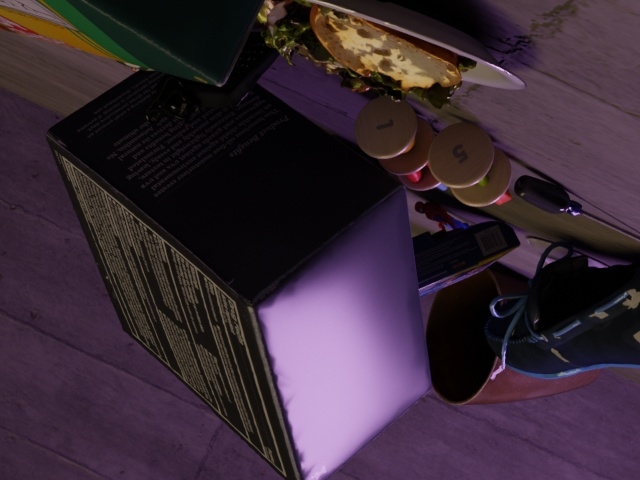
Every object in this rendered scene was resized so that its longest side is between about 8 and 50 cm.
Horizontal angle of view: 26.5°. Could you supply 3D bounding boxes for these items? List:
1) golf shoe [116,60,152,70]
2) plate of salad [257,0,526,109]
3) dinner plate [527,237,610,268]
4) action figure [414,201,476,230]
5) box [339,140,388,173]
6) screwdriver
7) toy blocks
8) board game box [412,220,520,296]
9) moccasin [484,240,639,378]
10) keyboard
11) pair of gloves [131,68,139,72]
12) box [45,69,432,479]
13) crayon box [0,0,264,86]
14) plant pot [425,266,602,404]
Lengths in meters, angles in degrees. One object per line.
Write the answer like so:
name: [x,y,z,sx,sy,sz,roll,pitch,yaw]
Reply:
golf shoe: [-0.111,-0.158,0.986,0.094,0.077,0.198,24,178,14]
plate of salad: [0.022,-0.112,0.793,0.200,0.048,0.200,18,-176,-1]
dinner plate: [0.299,0.032,1.557,0.141,0.017,0.141,26,177,2]
action figure: [0.159,-0.021,1.660,0.115,0.030,0.038,29,179,-30]
box: [0.000,0.000,1.517,0.077,0.147,0.180,25,147,2]
screwdriver: [0.231,-0.021,1.169,0.170,0.024,0.025,22,178,-34]
toy blocks: [0.107,-0.061,1.122,0.123,0.054,0.148,24,177,26]
board game box: [0.112,0.036,1.593,0.060,0.194,0.194,66,166,7]
moccasin: [0.272,0.060,1.413,0.117,0.137,0.342,43,154,-15]
keyboard: [-0.096,-0.137,1.082,0.038,0.100,0.192,41,170,-22]
pair of gloves: [-0.120,-0.160,1.537,0.159,0.023,0.198,21,177,26]
box: [-0.064,0.025,1.247,0.294,0.183,0.296,39,155,34]
crayon box: [-0.241,-0.216,0.730,0.313,0.106,0.363,27,176,-39]
plant pot: [0.312,0.156,2.070,0.230,0.215,0.215,11,-177,-25]
